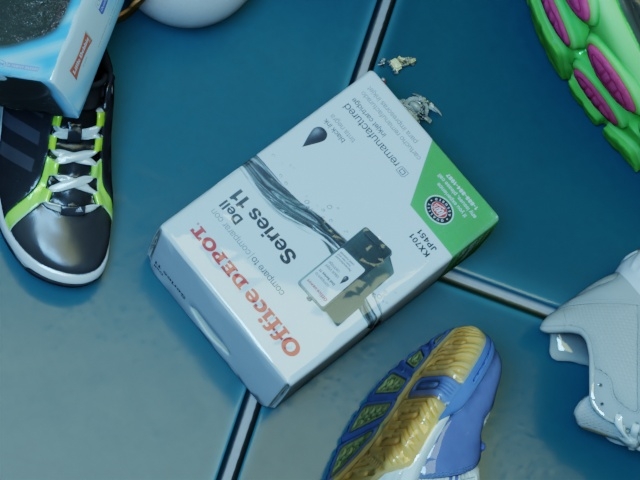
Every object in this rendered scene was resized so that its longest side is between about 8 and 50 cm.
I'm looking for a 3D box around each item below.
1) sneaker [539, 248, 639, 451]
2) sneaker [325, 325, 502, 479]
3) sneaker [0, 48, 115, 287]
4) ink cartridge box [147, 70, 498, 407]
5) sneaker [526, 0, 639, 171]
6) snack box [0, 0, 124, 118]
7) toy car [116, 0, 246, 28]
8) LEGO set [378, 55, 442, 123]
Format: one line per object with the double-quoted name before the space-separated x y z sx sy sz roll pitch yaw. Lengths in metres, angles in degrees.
"sneaker" 0.257 0.132 1.307 0.121 0.099 0.262 -28 52 -6
"sneaker" 0.067 0.206 1.270 0.131 0.112 0.296 34 73 -16
"sneaker" -0.190 -0.085 1.286 0.084 0.097 0.234 -3 78 -24
"ink cartridge box" 0.000 0.000 1.315 0.208 0.087 0.153 -38 83 -19
"sneaker" 0.322 -0.130 1.368 0.202 0.185 0.483 -41 95 -7
"snack box" -0.288 -0.201 1.263 0.322 0.060 0.187 10 68 20
"toy car" -0.074 -0.237 1.326 0.219 0.210 0.238 42 82 -9
"LEGO set" 0.065 -0.108 1.395 0.054 0.023 0.083 -20 78 -17
